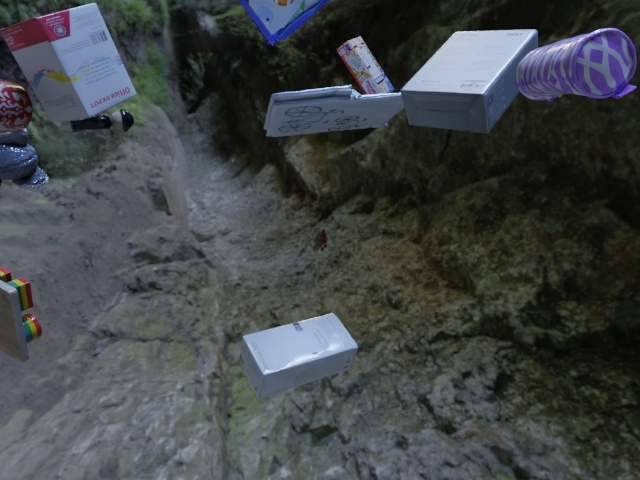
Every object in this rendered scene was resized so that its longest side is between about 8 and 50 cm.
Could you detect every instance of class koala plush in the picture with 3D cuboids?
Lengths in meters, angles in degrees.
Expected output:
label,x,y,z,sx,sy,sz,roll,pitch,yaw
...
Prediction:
label,x,y,z,sx,sy,sz,roll,pitch,yaw
koala plush,-0.839,-0.195,1.190,0.203,0.222,0.196,-131,-149,-59

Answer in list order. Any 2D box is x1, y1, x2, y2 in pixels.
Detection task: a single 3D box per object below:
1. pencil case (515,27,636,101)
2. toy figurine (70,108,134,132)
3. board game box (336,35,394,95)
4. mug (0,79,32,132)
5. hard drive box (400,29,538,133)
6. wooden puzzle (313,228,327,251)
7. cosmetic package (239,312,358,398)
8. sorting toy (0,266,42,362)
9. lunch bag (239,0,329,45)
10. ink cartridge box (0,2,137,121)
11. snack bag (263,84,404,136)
label,x,y,z,sx,sy,sz,roll,pitch,yaw
pencil case,0.347,-0.236,0.651,0.088,0.087,0.206,58,12,-11
toy figurine,-0.562,-0.391,1.161,0.213,0.148,0.209,60,-32,33
board game box,0.139,-0.504,1.378,0.193,0.045,0.146,54,32,-12
mug,-0.609,-0.241,0.789,0.150,0.113,0.169,36,20,4
hard drive box,0.306,-0.329,0.944,0.181,0.232,0.089,20,-31,40
wooden puzzle,0.000,0.000,1.319,0.006,0.049,0.083,22,43,-33
cosmetic package,-0.048,0.248,1.024,0.117,0.231,0.085,49,-43,42
sorting toy,-0.983,0.212,1.449,0.089,0.257,0.255,-32,135,-55
lunch bag,-0.117,-0.753,1.188,0.385,0.328,0.239,52,11,-5
ink cartridge box,-0.465,-0.329,0.871,0.128,0.128,0.176,-51,135,-45
snack bag,0.038,-0.313,1.130,0.323,0.343,0.037,-178,-99,-81
